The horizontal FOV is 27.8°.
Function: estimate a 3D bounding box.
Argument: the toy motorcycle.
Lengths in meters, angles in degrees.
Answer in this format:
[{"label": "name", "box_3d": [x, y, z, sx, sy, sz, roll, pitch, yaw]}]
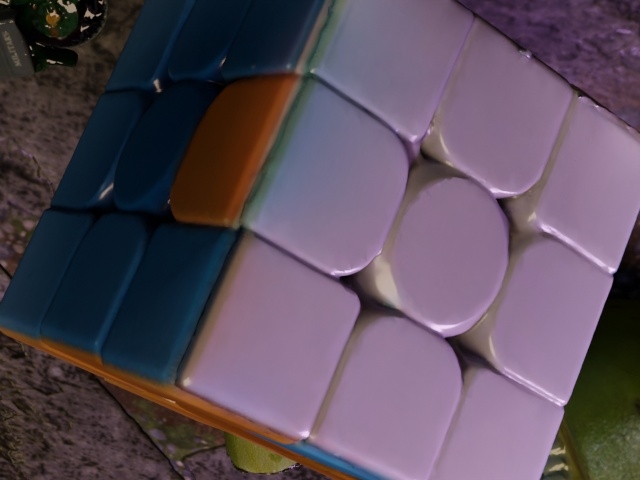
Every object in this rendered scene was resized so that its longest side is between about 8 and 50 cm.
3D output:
[{"label": "toy motorcycle", "box_3d": [-0.268, -0.242, 0.961, 0.187, 0.125, 0.274, -8, 127, 7]}]

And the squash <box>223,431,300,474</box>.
[{"label": "squash", "box_3d": [-0.059, 0.131, 1.238, 0.095, 0.095, 0.188, 1, 129, 11]}]

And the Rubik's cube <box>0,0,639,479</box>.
[{"label": "Rubik's cube", "box_3d": [0.000, 0.000, 0.889, 0.291, 0.290, 0.292, 30, 166, -31]}]

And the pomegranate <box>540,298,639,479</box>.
[{"label": "pomegranate", "box_3d": [0.230, 0.139, 1.094, 0.260, 0.260, 0.340, -15, 98, 22]}]
